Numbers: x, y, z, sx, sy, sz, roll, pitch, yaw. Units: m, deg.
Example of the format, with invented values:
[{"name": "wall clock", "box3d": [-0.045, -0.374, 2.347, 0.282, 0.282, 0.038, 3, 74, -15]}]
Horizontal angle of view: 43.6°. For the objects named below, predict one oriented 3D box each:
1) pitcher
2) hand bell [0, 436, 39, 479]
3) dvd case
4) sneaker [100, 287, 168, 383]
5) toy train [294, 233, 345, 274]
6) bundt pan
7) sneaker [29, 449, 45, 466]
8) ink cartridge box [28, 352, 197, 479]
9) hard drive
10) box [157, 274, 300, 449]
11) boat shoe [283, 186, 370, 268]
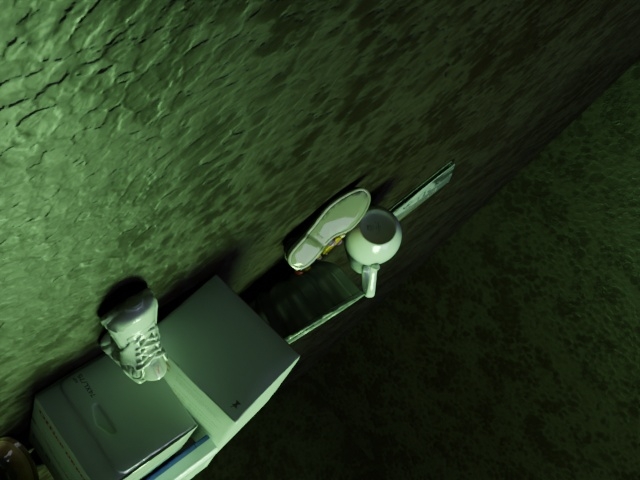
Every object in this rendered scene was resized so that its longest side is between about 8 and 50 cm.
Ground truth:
[{"name": "pitcher", "box3d": [0.113, 0.024, 1.773, 0.126, 0.177, 0.207, -7, 164, -9]}, {"name": "hand bell", "box3d": [-0.622, 0.445, 1.372, 0.242, 0.126, 0.126, -27, 170, 7]}, {"name": "dvd case", "box3d": [0.252, -0.111, 2.067, 0.221, 0.018, 0.164, -38, 169, -3]}, {"name": "sneaker", "box3d": [-0.268, 0.153, 1.215, 0.090, 0.115, 0.232, -34, 168, -25]}, {"name": "toy train", "box3d": [0.000, 0.000, 1.652, 0.166, 0.046, 0.125, -39, 168, -11]}, {"name": "bundt pan", "box3d": [-0.069, 0.155, 1.781, 0.331, 0.124, 0.331, -32, 174, -3]}, {"name": "sneaker", "box3d": [-0.526, 0.408, 1.599, 0.089, 0.051, 0.170, -33, 178, 31]}, {"name": "ink cartridge box", "box3d": [-0.375, 0.341, 1.416, 0.197, 0.198, 0.270, -31, 167, -33]}, {"name": "hard drive", "box3d": [-0.343, 0.491, 1.496, 0.319, 0.040, 0.210, -33, 168, -26]}, {"name": "box", "box3d": [-0.201, 0.247, 1.502, 0.168, 0.215, 0.345, -43, 173, -27]}, {"name": "boat shoe", "box3d": [0.007, -0.034, 1.545, 0.206, 0.075, 0.065, -44, -148, 1]}]
